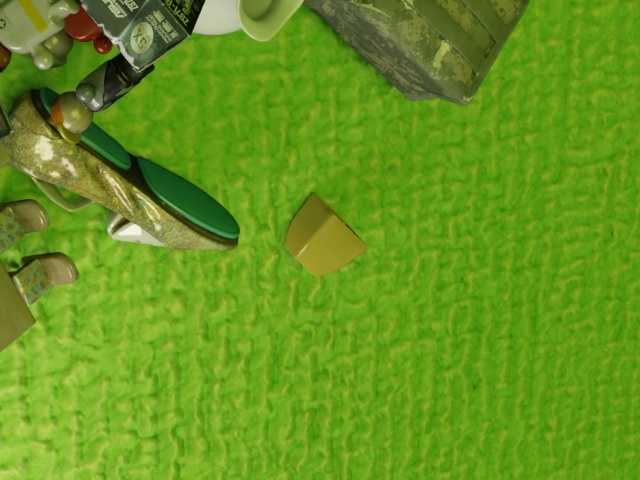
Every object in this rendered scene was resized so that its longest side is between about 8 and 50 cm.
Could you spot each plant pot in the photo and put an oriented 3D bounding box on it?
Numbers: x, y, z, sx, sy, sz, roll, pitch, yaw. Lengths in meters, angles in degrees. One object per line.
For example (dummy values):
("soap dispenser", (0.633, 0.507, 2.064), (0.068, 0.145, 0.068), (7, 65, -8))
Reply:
("plant pot", (0.000, 0.000, 1.889), (0.083, 0.081, 0.081), (-45, 124, 4))

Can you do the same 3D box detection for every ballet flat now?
("ballet flat", (-0.255, -0.063, 1.701), (0.348, 0.123, 0.123), (35, 87, -35))

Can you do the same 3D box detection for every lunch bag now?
("lunch bag", (0.156, -0.359, 1.810), (0.235, 0.169, 0.287), (39, 77, -31))

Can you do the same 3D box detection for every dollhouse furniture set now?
("dollhouse furniture set", (-0.395, 0.012, 1.556), (0.212, 0.161, 0.242), (-44, 117, -40))

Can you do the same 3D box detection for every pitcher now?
("pitcher", (-0.094, -0.318, 1.642), (0.177, 0.207, 0.125), (-37, 125, -27))

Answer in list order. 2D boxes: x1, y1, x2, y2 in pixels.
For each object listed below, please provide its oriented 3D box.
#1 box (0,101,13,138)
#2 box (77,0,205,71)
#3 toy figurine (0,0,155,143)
("box", (-0.459, -0.119, 1.490), (0.220, 0.175, 0.051), (-26, 119, -13))
("box", (-0.210, -0.297, 1.471), (0.077, 0.147, 0.180), (-30, 116, 22))
("toy figurine", (-0.307, -0.238, 1.522), (0.148, 0.210, 0.213), (-34, 141, 15))
